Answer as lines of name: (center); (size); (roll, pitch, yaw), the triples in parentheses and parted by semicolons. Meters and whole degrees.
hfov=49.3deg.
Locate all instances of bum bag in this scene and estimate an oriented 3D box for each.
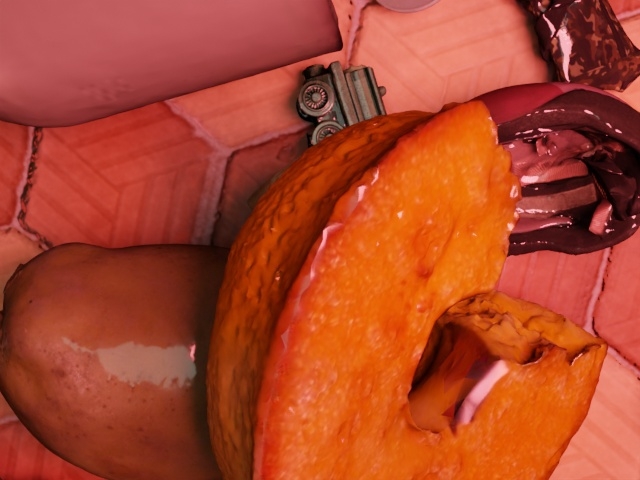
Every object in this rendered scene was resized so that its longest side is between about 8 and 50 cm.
bum bag: (0.260, -0.263, 0.754); (0.102, 0.069, 0.248); (-35, 92, -32)

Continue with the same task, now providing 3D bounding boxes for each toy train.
toy train: (0.038, -0.119, 0.776); (0.111, 0.071, 0.170); (-18, 93, -6)

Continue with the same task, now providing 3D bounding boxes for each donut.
donut: (0.059, 0.110, 0.617); (0.377, 0.163, 0.435); (-45, 127, -20)

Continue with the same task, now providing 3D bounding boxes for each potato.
potato: (-0.164, 0.125, 0.724); (0.326, 0.221, 0.243); (0, 103, -12)

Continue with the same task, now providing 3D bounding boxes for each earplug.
earplug: (-0.206, -0.268, 0.651); (0.394, 0.312, 0.312); (-18, 94, 5)

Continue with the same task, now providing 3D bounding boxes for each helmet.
helmet: (0.221, -0.084, 0.731); (0.253, 0.154, 0.198); (9, 137, 12)

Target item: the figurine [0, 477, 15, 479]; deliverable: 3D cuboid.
figurine: (-0.283, 0.314, 0.802); (0.141, 0.166, 0.250); (-40, 73, -24)

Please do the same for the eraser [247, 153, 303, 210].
eraser: (0.000, 0.000, 0.757); (0.058, 0.117, 0.172); (-37, 94, -25)

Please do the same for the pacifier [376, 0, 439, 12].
pacifier: (0.095, -0.323, 0.733); (0.127, 0.117, 0.150); (40, 103, 25)
